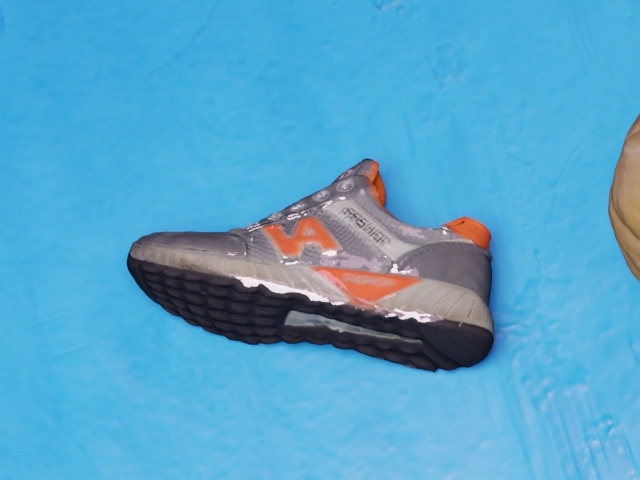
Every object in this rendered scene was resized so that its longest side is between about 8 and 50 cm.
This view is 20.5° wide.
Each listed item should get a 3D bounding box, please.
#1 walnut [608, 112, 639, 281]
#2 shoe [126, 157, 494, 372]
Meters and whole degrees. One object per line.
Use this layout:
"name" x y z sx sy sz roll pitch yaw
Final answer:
"walnut" 0.360 -0.030 1.426 0.261 0.225 0.225 23 73 38
"shoe" 0.000 0.000 1.556 0.336 0.132 0.171 9 65 14
